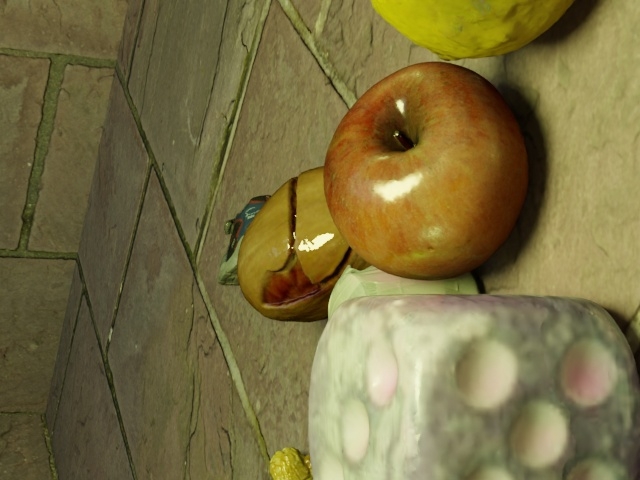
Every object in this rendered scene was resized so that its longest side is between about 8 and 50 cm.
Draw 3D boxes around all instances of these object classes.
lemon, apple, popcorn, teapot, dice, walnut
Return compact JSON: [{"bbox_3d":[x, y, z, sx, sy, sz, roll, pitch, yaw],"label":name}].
[{"bbox_3d":[0.168,-0.333,1.239,0.322,0.268,0.268,-65,33,33],"label":"lemon"},{"bbox_3d":[0.130,-0.076,1.350,0.253,0.254,0.253,-177,90,-66],"label":"apple"},{"bbox_3d":[-0.034,0.369,1.857,0.084,0.084,0.084,-177,90,-66],"label":"popcorn"},{"bbox_3d":[0.095,0.128,1.454,0.163,0.178,0.221,-170,83,-66],"label":"teapot"},{"bbox_3d":[0.154,0.193,1.205,0.270,0.270,0.271,170,101,-66],"label":"dice"},{"bbox_3d":[0.000,0.000,1.669,0.298,0.203,0.203,-45,46,33],"label":"walnut"}]

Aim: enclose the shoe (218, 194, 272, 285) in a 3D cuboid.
[{"bbox_3d":[-0.129,-0.008,2.050,0.227,0.099,0.125,-49,52,47],"label":"shoe"}]
